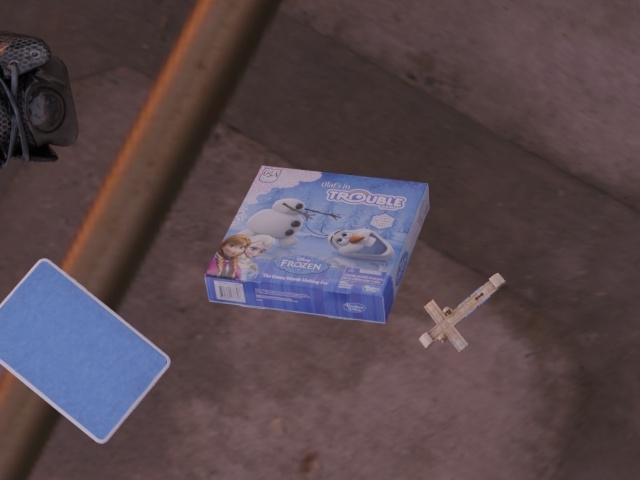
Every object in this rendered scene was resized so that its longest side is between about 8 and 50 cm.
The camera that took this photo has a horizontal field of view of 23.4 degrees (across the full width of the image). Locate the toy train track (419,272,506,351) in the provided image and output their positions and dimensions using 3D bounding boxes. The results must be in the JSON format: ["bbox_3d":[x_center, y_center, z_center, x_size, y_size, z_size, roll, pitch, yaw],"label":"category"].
[{"bbox_3d":[0.112,0.056,1.229,0.083,0.014,0.048,-41,68,7],"label":"toy train track"}]

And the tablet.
[{"bbox_3d":[-0.120,0.053,0.750,0.083,0.006,0.054,39,78,4],"label":"tablet"}]

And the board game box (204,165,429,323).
[{"bbox_3d":[0.000,0.000,0.763,0.090,0.090,0.020,6,130,16],"label":"board game box"}]

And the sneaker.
[{"bbox_3d":[-0.217,-0.071,0.893,0.130,0.227,0.087,2,113,4],"label":"sneaker"}]
